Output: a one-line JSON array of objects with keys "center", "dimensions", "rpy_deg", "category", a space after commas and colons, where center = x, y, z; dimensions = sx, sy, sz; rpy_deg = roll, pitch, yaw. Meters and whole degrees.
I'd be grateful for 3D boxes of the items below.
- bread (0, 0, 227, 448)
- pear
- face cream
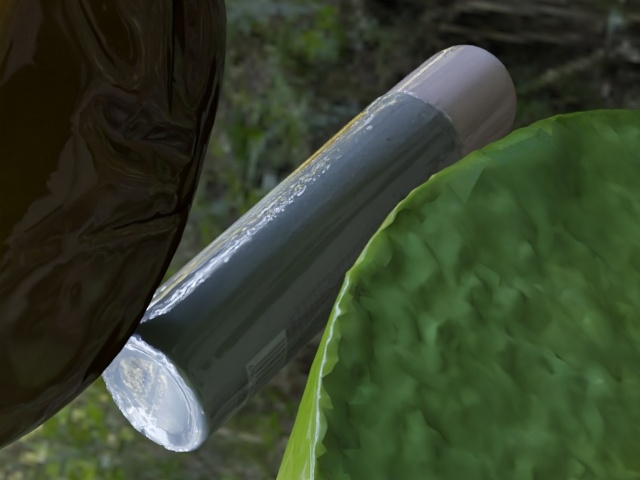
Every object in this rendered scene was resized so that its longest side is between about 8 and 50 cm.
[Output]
[{"center": [-0.165, -0.042, 0.786], "dimensions": [0.279, 0.225, 0.250], "rpy_deg": [-47, -19, -76], "category": "bread"}, {"center": [0.101, 0.077, 0.572], "dimensions": [0.139, 0.288, 0.239], "rpy_deg": [-42, 28, 48], "category": "pear"}, {"center": [0.000, 0.000, 0.978], "dimensions": [0.269, 0.073, 0.107], "rpy_deg": [-42, -8, -30], "category": "face cream"}]
